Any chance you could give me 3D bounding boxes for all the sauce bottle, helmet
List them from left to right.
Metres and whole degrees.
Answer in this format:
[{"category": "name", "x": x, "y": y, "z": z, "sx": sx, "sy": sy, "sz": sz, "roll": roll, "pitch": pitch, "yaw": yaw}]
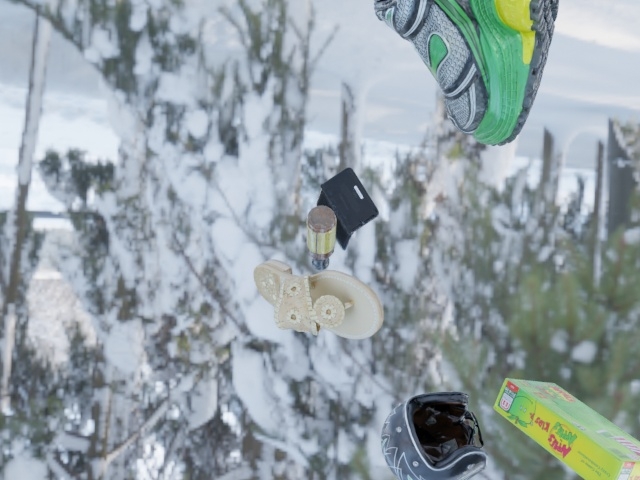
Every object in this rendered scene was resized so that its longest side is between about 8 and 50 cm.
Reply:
[{"category": "sauce bottle", "x": 0.000, "y": 0.000, "z": 1.221, "sx": 0.042, "sy": 0.042, "sz": 0.128, "roll": 2, "pitch": 150, "yaw": -2}, {"category": "helmet", "x": 0.180, "y": 0.333, "z": 1.444, "sx": 0.161, "sy": 0.170, "sz": 0.169, "roll": -12, "pitch": -178, "yaw": -2}]

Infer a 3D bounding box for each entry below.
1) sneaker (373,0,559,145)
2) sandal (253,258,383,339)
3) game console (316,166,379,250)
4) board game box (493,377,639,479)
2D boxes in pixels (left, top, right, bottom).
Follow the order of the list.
[{"category": "sneaker", "x": 0.116, "y": -0.194, "z": 0.707, "sx": 0.146, "sy": 0.134, "sz": 0.343, "roll": 14, "pitch": 161, "yaw": 16}, {"category": "sandal", "x": -0.028, "y": 0.081, "z": 1.047, "sx": 0.079, "sy": 0.088, "sz": 0.240, "roll": -26, "pitch": -157, "yaw": -30}, {"category": "game console", "x": 0.052, "y": -0.063, "z": 1.730, "sx": 0.107, "sy": 0.122, "sz": 0.071, "roll": -34, "pitch": 157, "yaw": 7}, {"category": "board game box", "x": 0.295, "y": 0.222, "z": 1.006, "sx": 0.092, "sy": 0.043, "sz": 0.181, "roll": 12, "pitch": -166, "yaw": -35}]
